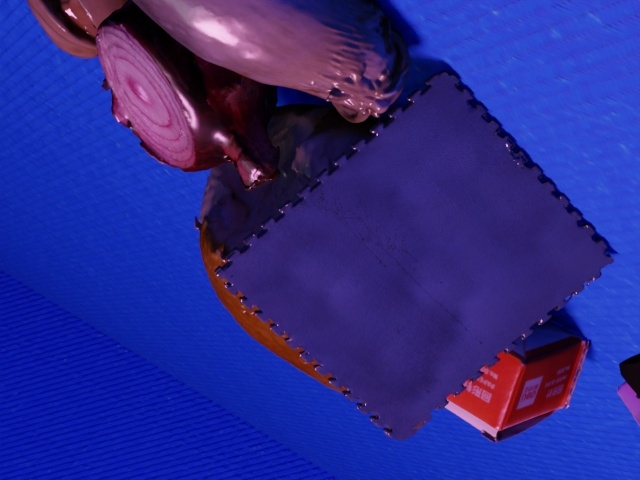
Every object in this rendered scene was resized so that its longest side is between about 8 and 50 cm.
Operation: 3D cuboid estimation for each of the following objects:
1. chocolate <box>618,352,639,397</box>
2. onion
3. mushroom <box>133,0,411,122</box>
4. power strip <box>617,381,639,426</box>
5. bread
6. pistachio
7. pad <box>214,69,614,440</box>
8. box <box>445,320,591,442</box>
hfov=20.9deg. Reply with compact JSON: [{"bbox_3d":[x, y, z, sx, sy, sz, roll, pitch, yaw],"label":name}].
[{"bbox_3d":[0.351,0.121,1.537,0.148,0.080,0.125,39,155,18],"label":"chocolate"},{"bbox_3d":[-0.095,-0.135,1.577,0.218,0.140,0.195,43,149,25],"label":"onion"},{"bbox_3d":[-0.105,-0.227,1.409,0.397,0.126,0.177,33,176,10],"label":"mushroom"},{"bbox_3d":[0.394,0.243,1.821,0.279,0.037,0.109,49,-171,-41],"label":"power strip"},{"bbox_3d":[0.000,0.000,1.668,0.250,0.225,0.279,46,161,-27],"label":"bread"},{"bbox_3d":[-0.235,-0.247,1.711,0.113,0.113,0.149,11,136,59],"label":"pistachio"},{"bbox_3d":[0.086,0.021,1.503,0.270,0.269,0.012,46,-171,-29],"label":"pad"},{"bbox_3d":[0.164,0.118,1.813,0.182,0.099,0.133,29,-155,30],"label":"box"}]
